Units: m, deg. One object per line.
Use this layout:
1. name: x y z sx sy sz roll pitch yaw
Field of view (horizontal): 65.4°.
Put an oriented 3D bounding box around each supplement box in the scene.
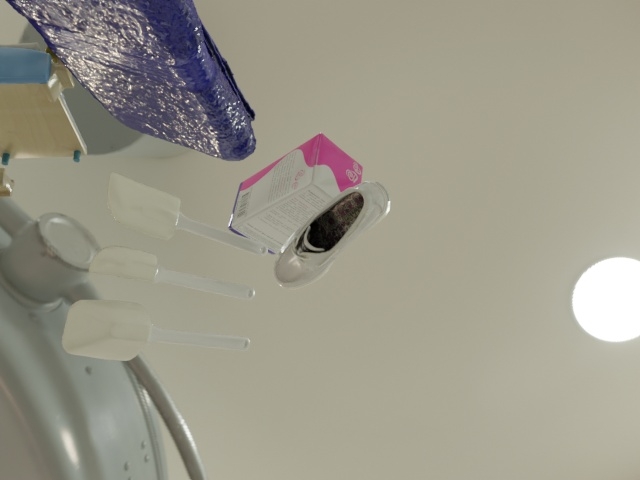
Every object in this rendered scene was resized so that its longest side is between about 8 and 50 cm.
1. supplement box: -0.045 -0.074 0.873 0.114 0.111 0.220 32 -39 -32

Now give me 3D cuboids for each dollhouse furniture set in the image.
1. dollhouse furniture set: -0.497 -0.219 0.784 0.303 0.286 0.198 -4 -117 -8

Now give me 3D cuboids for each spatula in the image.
1. spatula: -0.144 0.046 0.533 0.019 0.242 0.168 2 -103 31

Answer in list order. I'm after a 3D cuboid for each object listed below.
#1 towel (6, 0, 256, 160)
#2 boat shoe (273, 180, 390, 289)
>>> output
1. towel: -0.195 -0.209 0.521 0.227 0.308 0.076 21 -107 15
2. boat shoe: 0.000 0.000 0.569 0.184 0.063 0.066 -34 -103 31
